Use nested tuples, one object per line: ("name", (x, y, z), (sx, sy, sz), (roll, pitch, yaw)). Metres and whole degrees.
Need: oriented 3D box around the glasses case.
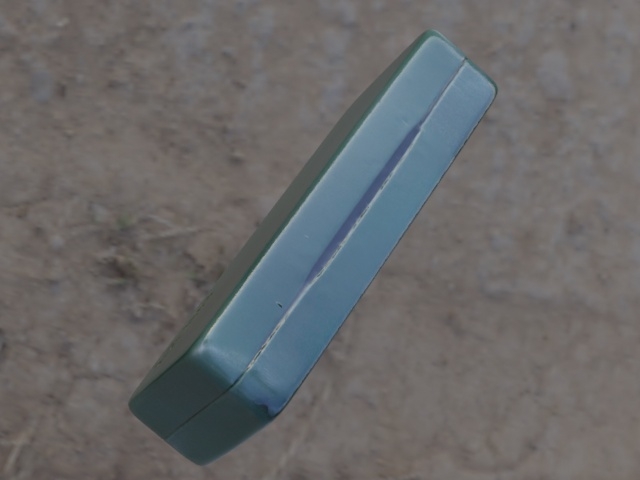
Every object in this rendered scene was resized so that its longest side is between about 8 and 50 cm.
("glasses case", (0.000, 0.000, 0.628), (0.039, 0.078, 0.184), (40, 56, -7))
